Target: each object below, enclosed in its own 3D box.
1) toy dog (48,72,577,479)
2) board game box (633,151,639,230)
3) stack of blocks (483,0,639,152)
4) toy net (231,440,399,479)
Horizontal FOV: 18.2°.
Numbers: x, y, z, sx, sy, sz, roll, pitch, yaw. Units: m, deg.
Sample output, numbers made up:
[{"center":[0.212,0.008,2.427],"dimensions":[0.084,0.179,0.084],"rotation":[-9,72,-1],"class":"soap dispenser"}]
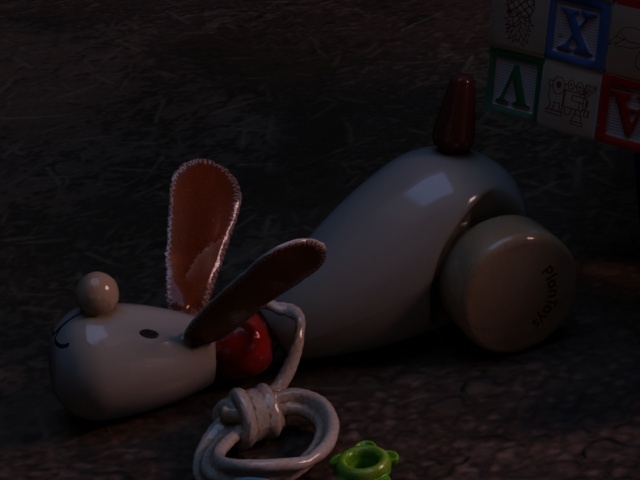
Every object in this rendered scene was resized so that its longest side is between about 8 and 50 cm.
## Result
[{"center":[0.000,0.000,1.217],"dimensions":[0.333,0.161,0.220],"rotation":[-26,29,-32],"class":"toy dog"},{"center":[0.410,-0.058,1.298],"dimensions":[0.347,0.078,0.233],"rotation":[6,28,30],"class":"board game box"},{"center":[0.243,-0.091,1.179],"dimensions":[0.297,0.171,0.087],"rotation":[19,23,37],"class":"stack of blocks"},{"center":[0.004,0.178,0.976],"dimensions":[0.122,0.045,0.232],"rotation":[-10,26,-6],"class":"toy net"}]
